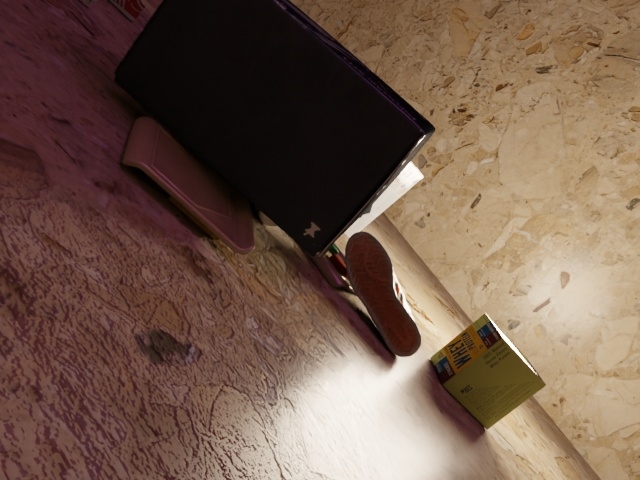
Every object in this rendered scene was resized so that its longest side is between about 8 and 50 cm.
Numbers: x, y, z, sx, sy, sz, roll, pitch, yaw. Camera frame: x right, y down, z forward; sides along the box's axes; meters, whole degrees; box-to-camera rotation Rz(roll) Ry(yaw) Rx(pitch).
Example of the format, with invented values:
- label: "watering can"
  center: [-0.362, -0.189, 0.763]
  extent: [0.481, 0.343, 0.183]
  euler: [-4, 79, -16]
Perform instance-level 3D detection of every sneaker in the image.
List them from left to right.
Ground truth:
- label: "sneaker"
  center: [-0.499, -0.619, 1.647]
  extent: [0.118, 0.067, 0.042]
  euler: [41, 13, -38]
- label: "sneaker"
  center: [0.138, 0.125, 1.507]
  extent: [0.121, 0.108, 0.302]
  euler: [57, 10, -86]

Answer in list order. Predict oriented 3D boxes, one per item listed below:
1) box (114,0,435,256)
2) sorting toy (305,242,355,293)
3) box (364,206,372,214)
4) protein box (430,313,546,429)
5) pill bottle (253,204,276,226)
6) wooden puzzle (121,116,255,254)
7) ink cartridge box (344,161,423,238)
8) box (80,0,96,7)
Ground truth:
- label: "box"
  center: [-0.049, -0.261, 1.281]
  extent: [0.480, 0.297, 0.472]
  euler: [41, 17, 2]
- label: "sorting toy"
  center: [0.000, 0.000, 1.581]
  extent: [0.307, 0.041, 0.229]
  euler: [54, 11, 21]
- label: "box"
  center: [0.028, -0.284, 1.880]
  extent: [0.343, 0.179, 0.312]
  euler: [58, -31, 35]
- label: "protein box"
  center: [0.441, 0.347, 1.731]
  extent: [0.201, 0.200, 0.136]
  euler: [45, 11, -19]
- label: "pill bottle"
  center: [-0.112, -0.099, 1.374]
  extent: [0.078, 0.078, 0.137]
  euler: [39, 15, -44]
- label: "wooden puzzle"
  center: [-0.212, -0.088, 1.051]
  extent: [0.238, 0.044, 0.221]
  euler: [39, 14, -25]
- label: "ink cartridge box"
  center: [0.123, -0.214, 2.095]
  extent: [0.130, 0.309, 0.272]
  euler: [35, 18, -54]
- label: "box"
  center: [-0.564, -0.601, 1.406]
  extent: [0.207, 0.036, 0.114]
  euler: [55, 12, 27]
